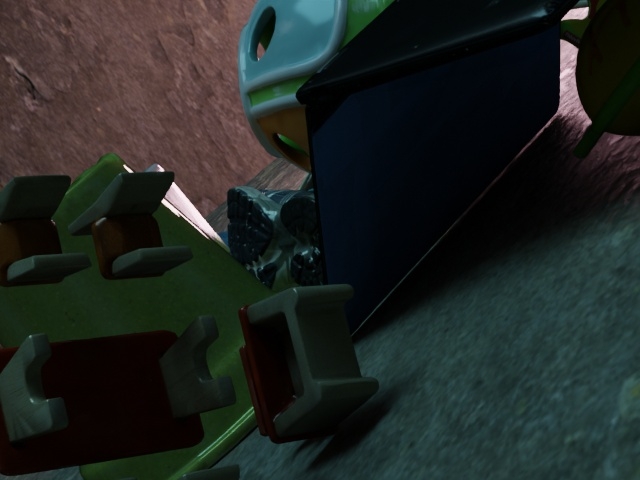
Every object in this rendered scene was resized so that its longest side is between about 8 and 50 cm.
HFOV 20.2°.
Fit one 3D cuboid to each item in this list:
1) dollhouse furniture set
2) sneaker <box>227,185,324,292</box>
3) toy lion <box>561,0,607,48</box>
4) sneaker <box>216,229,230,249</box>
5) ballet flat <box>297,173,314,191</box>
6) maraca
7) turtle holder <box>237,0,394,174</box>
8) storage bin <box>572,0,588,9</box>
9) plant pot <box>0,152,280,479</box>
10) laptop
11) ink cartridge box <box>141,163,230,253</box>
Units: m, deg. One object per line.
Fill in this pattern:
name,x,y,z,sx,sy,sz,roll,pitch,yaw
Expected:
dollhouse furniture set,-0.104,0.099,1.195,0.259,0.262,0.135,-4,-18,-34
sneaker,0.000,0.000,1.719,0.122,0.110,0.283,-8,7,-26
toy lion,0.264,-0.211,1.693,0.096,0.100,0.034,-59,3,7
sneaker,-0.126,0.045,2.261,0.228,0.092,0.087,-16,15,24
ballet flat,0.010,-0.051,2.164,0.248,0.086,0.086,-44,8,-21
maraca,0.233,-0.125,1.310,0.127,0.099,0.186,-48,-6,-22
turtle holder,0.041,-0.202,1.710,0.227,0.320,0.243,-14,-12,18
storage bin,0.224,-0.370,1.858,0.262,0.260,0.123,-7,13,17
plant pot,-0.172,0.071,1.603,0.276,0.254,0.276,-41,6,6
laptop,0.184,-0.136,1.429,0.408,0.236,0.382,-13,27,50
ink cartridge box,-0.194,0.072,1.914,0.121,0.211,0.289,-36,9,24
